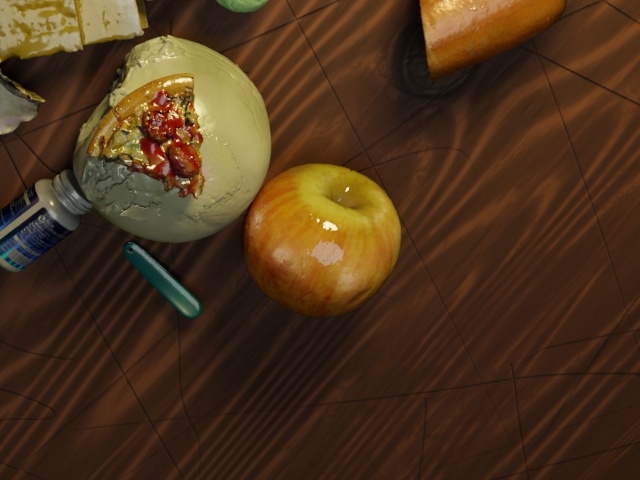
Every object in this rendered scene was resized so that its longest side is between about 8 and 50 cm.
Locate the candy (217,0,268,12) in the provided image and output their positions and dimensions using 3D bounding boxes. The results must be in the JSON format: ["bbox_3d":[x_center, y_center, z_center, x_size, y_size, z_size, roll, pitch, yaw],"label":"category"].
[{"bbox_3d":[-0.128,-0.582,1.735,0.119,0.119,0.439,-3,108,-9],"label":"candy"}]

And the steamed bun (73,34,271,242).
[{"bbox_3d":[-0.235,-0.148,1.838,0.312,0.233,0.334,22,111,-18],"label":"steamed bun"}]

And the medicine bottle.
[{"bbox_3d":[-0.490,-0.037,1.916,0.191,0.107,0.107,-36,116,8],"label":"medicine bottle"}]

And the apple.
[{"bbox_3d":[0.000,0.000,1.935,0.286,0.286,0.233,12,128,-15],"label":"apple"}]

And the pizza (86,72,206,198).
[{"bbox_3d":[-0.231,-0.151,1.688,0.193,0.053,0.201,45,80,-15],"label":"pizza"}]

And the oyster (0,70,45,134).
[{"bbox_3d":[-0.581,-0.240,1.805,0.214,0.083,0.223,-20,149,34],"label":"oyster"}]

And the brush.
[{"bbox_3d":[-0.293,0.070,2.050,0.043,0.032,0.193,-40,103,15],"label":"brush"}]

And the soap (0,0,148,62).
[{"bbox_3d":[-0.416,-0.439,1.725,0.259,0.143,0.281,-12,112,-8],"label":"soap"}]

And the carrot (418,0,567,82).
[{"bbox_3d":[0.297,-0.419,1.825,0.331,0.214,0.193,-24,146,6],"label":"carrot"}]
